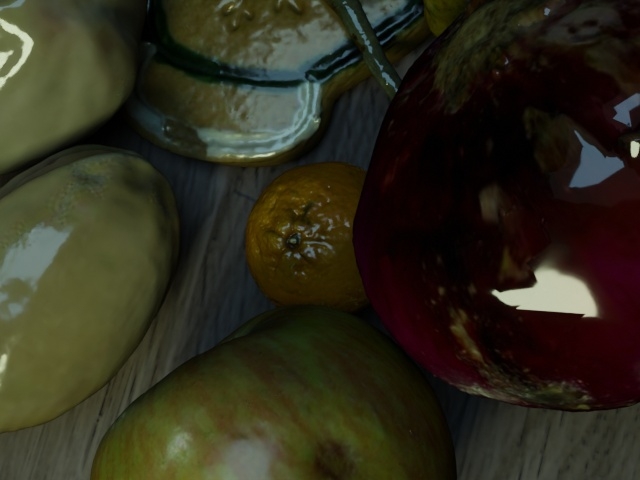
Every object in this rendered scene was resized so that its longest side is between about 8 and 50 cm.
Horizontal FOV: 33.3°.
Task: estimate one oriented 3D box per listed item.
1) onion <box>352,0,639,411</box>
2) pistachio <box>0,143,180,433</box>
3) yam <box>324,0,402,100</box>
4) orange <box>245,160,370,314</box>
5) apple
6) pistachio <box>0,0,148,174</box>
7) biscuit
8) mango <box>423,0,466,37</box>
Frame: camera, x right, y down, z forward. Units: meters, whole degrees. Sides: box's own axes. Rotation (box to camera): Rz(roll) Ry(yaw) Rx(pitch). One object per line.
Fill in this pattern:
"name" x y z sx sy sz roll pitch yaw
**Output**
"onion" 0.222 -0.006 0.765 0.348 0.348 0.385 -46 112 -3
"pistachio" -0.234 0.048 0.886 0.293 0.181 0.162 -47 29 0
"yam" 0.012 -0.214 0.923 0.027 0.029 0.234 -38 77 24
"orange" 0.002 -0.001 0.884 0.135 0.117 0.136 -1 80 4
"apple" -0.024 0.183 0.780 0.264 0.264 0.264 -2 77 10
"pistachio" -0.291 -0.157 0.923 0.331 0.226 0.208 -26 97 24
"biscuit" -0.033 -0.226 0.973 0.287 0.057 0.344 15 80 13
"mango" 0.194 -0.234 0.882 0.236 0.166 0.136 -22 102 -1
